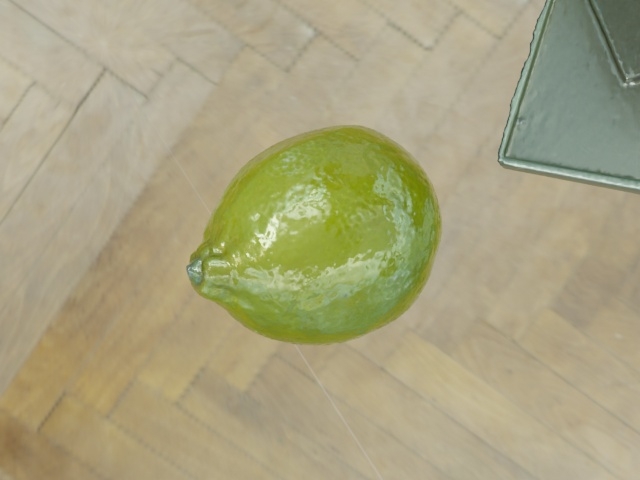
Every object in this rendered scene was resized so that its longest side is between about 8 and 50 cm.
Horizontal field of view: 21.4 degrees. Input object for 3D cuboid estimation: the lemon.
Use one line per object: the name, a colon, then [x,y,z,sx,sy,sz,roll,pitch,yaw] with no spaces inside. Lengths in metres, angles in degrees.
lemon: [0.000,0.000,1.444,0.248,0.184,0.184,-26,100,-28]

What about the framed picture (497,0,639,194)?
framed picture: [0.273,-0.169,1.443,0.192,0.018,0.265,13,78,25]
